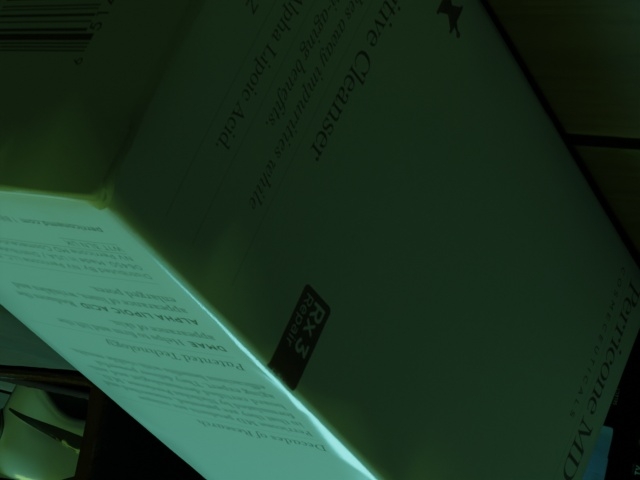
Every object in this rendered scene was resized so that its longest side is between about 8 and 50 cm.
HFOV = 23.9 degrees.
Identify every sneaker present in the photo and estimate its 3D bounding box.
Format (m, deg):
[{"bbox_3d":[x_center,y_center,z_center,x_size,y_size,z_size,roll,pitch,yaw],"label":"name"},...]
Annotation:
[{"bbox_3d":[-0.132,0.187,1.377,0.330,0.146,0.122,10,-169,-25],"label":"sneaker"}]

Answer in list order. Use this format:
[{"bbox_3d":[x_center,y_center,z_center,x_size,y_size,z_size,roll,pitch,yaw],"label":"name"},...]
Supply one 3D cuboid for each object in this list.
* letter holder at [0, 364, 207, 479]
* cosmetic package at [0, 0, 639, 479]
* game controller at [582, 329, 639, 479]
[{"bbox_3d":[-0.069,0.112,0.986,0.301,0.152,0.214,17,168,-38],"label":"letter holder"},{"bbox_3d":[0.000,0.000,0.711,0.156,0.217,0.385,6,152,39],"label":"cosmetic package"},{"bbox_3d":[0.112,0.185,0.886,0.166,0.319,0.067,10,177,38],"label":"game controller"}]
